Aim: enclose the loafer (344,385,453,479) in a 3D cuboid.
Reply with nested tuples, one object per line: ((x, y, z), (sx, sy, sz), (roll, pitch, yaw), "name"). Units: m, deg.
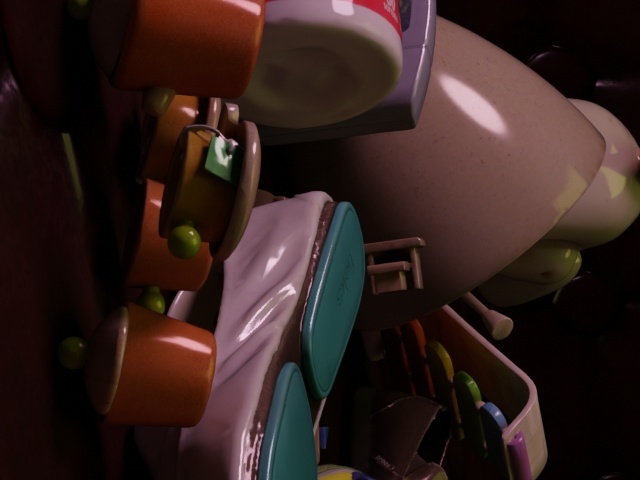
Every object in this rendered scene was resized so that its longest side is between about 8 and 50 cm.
((0.092, 0.293, 1.916), (0.366, 0.130, 0.134), (-88, 166, -45), "loafer")

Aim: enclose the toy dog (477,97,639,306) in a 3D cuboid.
((0.200, -0.077, 2.222), (0.408, 0.395, 0.284), (12, 82, -45), "toy dog")

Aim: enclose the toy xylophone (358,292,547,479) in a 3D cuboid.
((0.152, 0.142, 2.073), (0.322, 0.081, 0.236), (37, -26, 50), "toy xylophone")

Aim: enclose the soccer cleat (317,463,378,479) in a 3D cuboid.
((0.004, 0.243, 1.444), (0.289, 0.121, 0.093), (-41, 129, -78), "soccer cleat")

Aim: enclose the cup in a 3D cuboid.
((0.089, -0.100, 1.828), (0.237, 0.331, 0.331), (52, 18, -14), "cup")

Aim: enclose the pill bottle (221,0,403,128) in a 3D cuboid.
((-0.024, -0.273, 1.540), (0.176, 0.176, 0.318), (64, 21, -63), "pill bottle")

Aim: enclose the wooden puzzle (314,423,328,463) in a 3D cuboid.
((-0.012, 0.175, 1.751), (0.116, 0.014, 0.078), (72, 18, -45), "wooden puzzle")

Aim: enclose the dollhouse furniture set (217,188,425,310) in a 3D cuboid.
((0.000, 0.000, 1.510), (0.182, 0.161, 0.101), (14, 69, -81), "dollhouse furniture set")

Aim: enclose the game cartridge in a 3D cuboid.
((0.008, -0.231, 1.642), (0.060, 0.196, 0.294), (79, 6, -64), "game cartridge")

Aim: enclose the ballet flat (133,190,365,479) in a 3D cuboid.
((-0.056, 0.106, 1.202), (0.400, 0.139, 0.139), (-77, 157, -54), "ballet flat")

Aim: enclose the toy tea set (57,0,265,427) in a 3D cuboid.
((-0.117, -0.042, 1.119), (0.336, 0.124, 0.200), (-92, -161, -48), "toy tea set")
